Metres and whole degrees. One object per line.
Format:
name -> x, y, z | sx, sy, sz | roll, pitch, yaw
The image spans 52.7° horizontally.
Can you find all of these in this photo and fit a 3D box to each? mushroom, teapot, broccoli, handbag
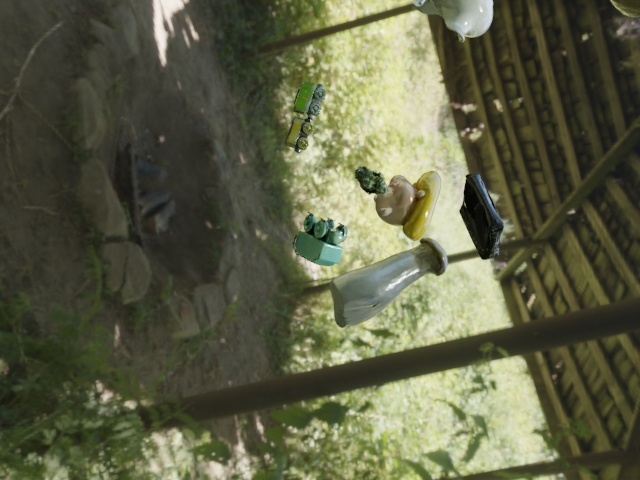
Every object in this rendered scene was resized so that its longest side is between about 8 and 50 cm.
mushroom -> 0.175, 0.105, 1.688 | 0.122, 0.329, 0.159 | 61, -8, 24
teapot -> 0.343, -0.617, 1.683 | 0.208, 0.165, 0.299 | 27, 13, -30
broccoli -> 0.148, -0.175, 1.900 | 0.092, 0.095, 0.096 | -13, 94, -68
handbag -> 0.557, -0.083, 2.211 | 0.223, 0.080, 0.246 | 84, -10, -58

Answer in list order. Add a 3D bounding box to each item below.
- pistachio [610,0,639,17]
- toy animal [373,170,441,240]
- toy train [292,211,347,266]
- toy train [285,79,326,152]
pistachio -> 0.799, -0.620, 1.591 | 0.226, 0.136, 0.135 | -125, -164, -63
toy animal -> 0.339, -0.170, 2.583 | 0.345, 0.247, 0.277 | -45, 154, -73
toy train -> 0.000, 0.000, 2.243 | 0.203, 0.112, 0.163 | 29, -77, 58
toy train -> -0.046, -0.345, 1.803 | 0.060, 0.081, 0.202 | 168, -59, -86
